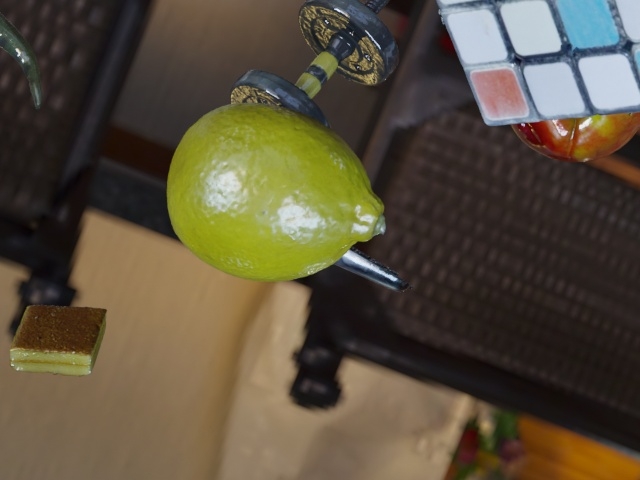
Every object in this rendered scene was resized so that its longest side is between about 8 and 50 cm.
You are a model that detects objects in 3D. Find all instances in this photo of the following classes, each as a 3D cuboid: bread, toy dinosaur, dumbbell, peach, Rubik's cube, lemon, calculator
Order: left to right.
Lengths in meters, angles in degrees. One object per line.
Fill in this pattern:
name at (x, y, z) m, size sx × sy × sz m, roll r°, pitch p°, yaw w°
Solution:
toy dinosaur at (-0.364, -0.194, 1.712) m, size 0.187 × 0.178 × 0.087 m, roll -9°, pitch 175°, yaw -30°
bread at (-0.279, 0.105, 1.963) m, size 0.090 × 0.035 × 0.094 m, roll 3°, pitch -151°, yaw 3°
lemon at (-0.051, -0.048, 1.878) m, size 0.248 × 0.184 × 0.184 m, roll 10°, pitch 175°, yaw 24°
dumbbell at (-0.007, -0.202, 2.279) m, size 0.143 × 0.325 × 0.143 m, roll 32°, pitch 157°, yaw 16°
calculator at (0.000, 0.000, 2.321) m, size 0.268 × 0.040 × 0.177 m, roll 25°, pitch -179°, yaw -9°
peach at (0.299, -0.183, 2.157) m, size 0.197 × 0.197 × 0.197 m, roll 22°, pitch 180°, yaw 0°
Rubik's cube at (0.263, -0.276, 1.641) m, size 0.253 × 0.256 × 0.259 m, roll -1°, pitch 121°, yaw 41°
